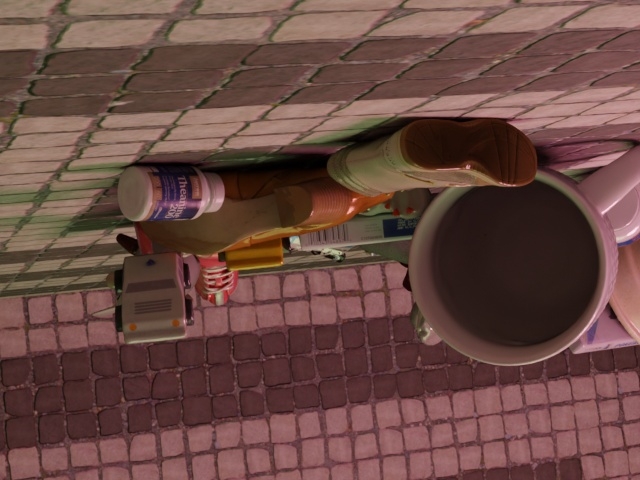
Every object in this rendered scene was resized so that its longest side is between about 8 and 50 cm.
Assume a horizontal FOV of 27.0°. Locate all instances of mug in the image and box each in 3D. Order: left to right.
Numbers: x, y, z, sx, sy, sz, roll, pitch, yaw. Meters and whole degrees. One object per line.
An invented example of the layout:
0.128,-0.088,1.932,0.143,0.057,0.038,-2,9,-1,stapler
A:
0.335,-0.005,1.948,0.374,0.276,0.328,-42,170,15,mug

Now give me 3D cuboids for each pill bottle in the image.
-0.178,-0.057,1.609,0.120,0.067,0.067,-3,174,-41,pill bottle
0.492,-0.053,2.243,0.124,0.124,0.221,-8,176,15,pill bottle

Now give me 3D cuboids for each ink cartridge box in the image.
0.072,-0.043,2.127,0.223,0.045,0.224,-6,-166,-1,ink cartridge box

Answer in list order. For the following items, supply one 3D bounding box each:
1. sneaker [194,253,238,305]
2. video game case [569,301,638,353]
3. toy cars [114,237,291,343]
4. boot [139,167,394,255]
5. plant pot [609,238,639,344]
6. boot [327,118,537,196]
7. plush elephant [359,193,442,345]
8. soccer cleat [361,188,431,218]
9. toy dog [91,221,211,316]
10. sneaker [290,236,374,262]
-0.187,0.052,2.508,0.116,0.136,0.314,-7,175,-6,sneaker
0.495,0.059,2.543,0.300,0.329,0.036,-2,146,-45,video game case
-0.160,0.008,1.803,0.177,0.087,0.394,15,-146,31,toy cars
-0.067,-0.045,1.748,0.295,0.104,0.211,-4,-176,31,boot
0.723,0.011,2.472,0.305,0.333,0.334,-26,164,39,plant pot
0.133,-0.092,1.574,0.213,0.077,0.165,3,170,-36,boot
0.211,0.052,2.331,0.272,0.255,0.330,-4,174,-33,plush elephant
0.116,-0.067,1.958,0.076,0.068,0.196,-10,-176,-27,soccer cleat
-0.276,0.035,2.089,0.161,0.220,0.333,25,169,5,toy dog
0.000,0.000,2.459,0.237,0.086,0.085,-3,176,-20,sneaker
